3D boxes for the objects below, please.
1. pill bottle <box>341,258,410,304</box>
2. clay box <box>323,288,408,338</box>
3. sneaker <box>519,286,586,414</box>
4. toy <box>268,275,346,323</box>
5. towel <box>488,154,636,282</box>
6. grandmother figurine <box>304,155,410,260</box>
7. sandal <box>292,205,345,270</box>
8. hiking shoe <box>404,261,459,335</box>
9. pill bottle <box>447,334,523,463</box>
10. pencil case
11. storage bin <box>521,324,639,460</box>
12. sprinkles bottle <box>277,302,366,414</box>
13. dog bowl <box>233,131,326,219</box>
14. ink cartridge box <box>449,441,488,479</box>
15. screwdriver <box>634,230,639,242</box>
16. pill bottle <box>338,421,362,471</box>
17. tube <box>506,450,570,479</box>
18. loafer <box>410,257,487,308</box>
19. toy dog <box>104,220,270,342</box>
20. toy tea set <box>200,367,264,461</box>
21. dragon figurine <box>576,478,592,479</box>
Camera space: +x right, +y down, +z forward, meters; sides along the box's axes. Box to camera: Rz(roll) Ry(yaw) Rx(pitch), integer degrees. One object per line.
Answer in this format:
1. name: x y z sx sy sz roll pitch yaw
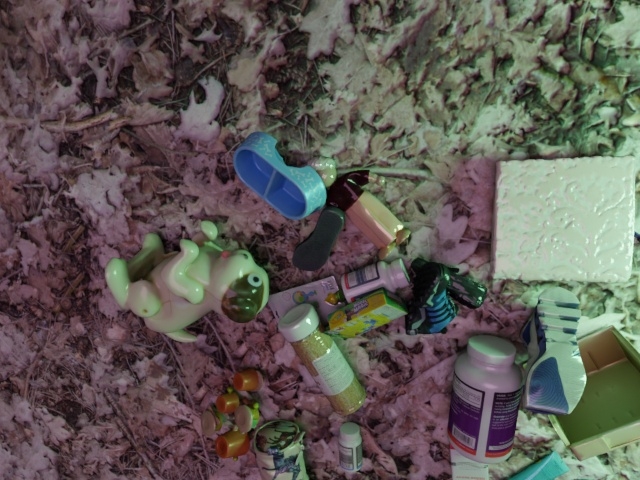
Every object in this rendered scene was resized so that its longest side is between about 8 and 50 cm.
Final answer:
1. pill bottle: 0.161 0.120 1.232 0.180 0.108 0.108 -21 98 17
2. clay box: 0.122 0.216 1.216 0.222 0.127 0.053 -30 54 27
3. sneaker: 0.601 0.297 1.119 0.127 0.182 0.316 10 69 18
4. toy: -0.036 0.195 1.321 0.237 0.056 0.137 -18 101 23
5. towel: 0.610 -0.053 1.088 0.331 0.053 0.317 1 94 10
6. grandmother figurine: 0.096 -0.111 1.193 0.342 0.104 0.208 42 109 -1
7. sandal: 0.001 0.000 1.252 0.097 0.054 0.254 32 126 -6
8. hiking shoe: 0.318 0.160 1.169 0.132 0.113 0.304 3 142 0
9. pill bottle: 0.464 0.441 1.203 0.181 0.181 0.323 5 105 12
10. pencil case: -0.101 0.828 1.440 0.183 0.160 0.410 -6 103 36
11. storage bin: 0.707 0.387 1.092 0.262 0.260 0.123 -32 103 18
12. sprinkles bottle: 0.010 0.361 1.286 0.121 0.121 0.355 -25 108 17
13. dog bowl: -0.124 -0.174 1.198 0.297 0.074 0.166 40 139 6
14. ink cartridge box: 0.459 0.665 1.321 0.109 0.063 0.151 -4 103 14
15. screwdriver: 0.792 -0.029 1.100 0.170 0.025 0.024 35 109 12
16. pill bottle: 0.098 0.678 1.400 0.078 0.078 0.137 0 103 13
17. tube: 0.651 0.725 1.303 0.207 0.052 0.080 -39 101 13
18. loafer: 0.363 0.109 1.208 0.223 0.076 0.078 31 72 11
19. toy dog: -0.357 0.145 1.271 0.407 0.284 0.396 -5 103 12
20. toy tea set: -0.271 0.592 1.465 0.200 0.124 0.336 49 115 32
21. dragon figurine: 0.798 0.773 1.257 0.289 0.144 0.085 -2 104 32
